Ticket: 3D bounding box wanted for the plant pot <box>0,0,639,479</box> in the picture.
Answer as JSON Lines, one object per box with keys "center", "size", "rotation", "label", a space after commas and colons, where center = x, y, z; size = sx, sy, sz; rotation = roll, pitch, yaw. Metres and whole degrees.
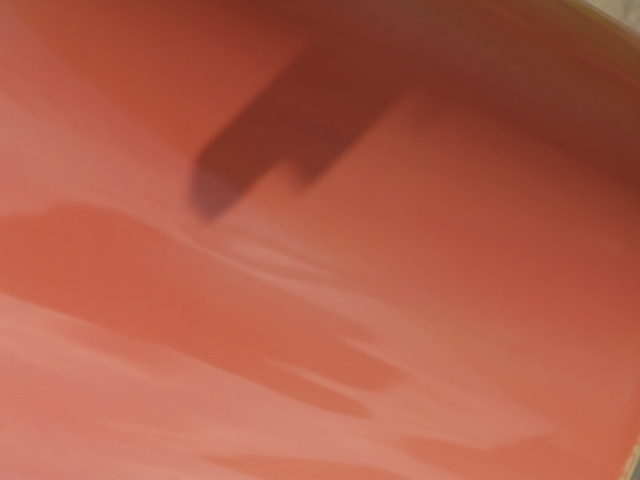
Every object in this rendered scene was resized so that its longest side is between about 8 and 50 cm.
{"center": [0.000, 0.000, 0.656], "size": [0.275, 0.243, 0.275], "rotation": [21, -90, -84], "label": "plant pot"}
